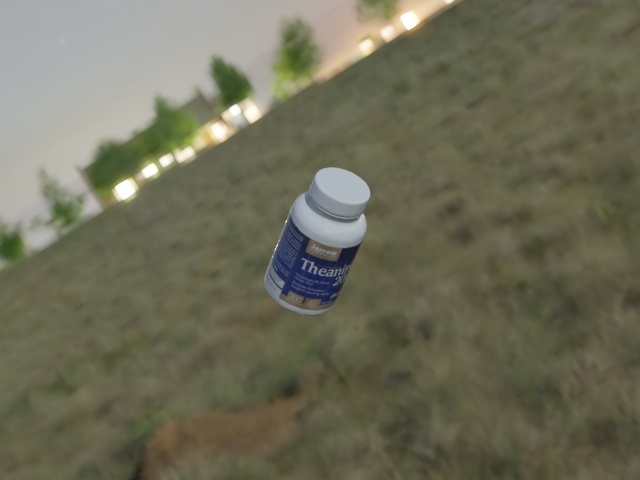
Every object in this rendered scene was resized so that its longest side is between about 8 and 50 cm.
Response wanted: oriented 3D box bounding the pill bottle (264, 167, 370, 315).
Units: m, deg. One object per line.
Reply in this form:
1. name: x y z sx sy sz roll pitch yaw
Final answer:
1. pill bottle: 0.000 0.000 1.403 0.067 0.067 0.120 -39 -24 -52
